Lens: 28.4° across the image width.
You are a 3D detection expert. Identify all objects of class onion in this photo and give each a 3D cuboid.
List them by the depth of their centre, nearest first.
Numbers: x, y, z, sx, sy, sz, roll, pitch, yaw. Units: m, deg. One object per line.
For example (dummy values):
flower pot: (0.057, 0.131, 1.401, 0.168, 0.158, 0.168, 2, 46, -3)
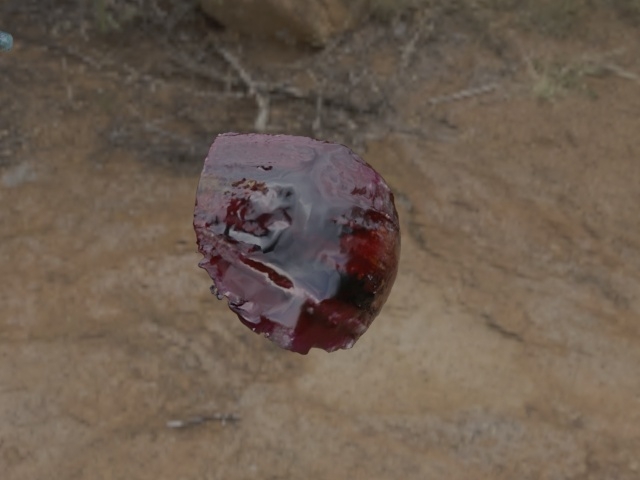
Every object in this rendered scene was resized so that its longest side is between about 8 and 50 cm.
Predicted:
onion: (0.000, 0.000, 1.590, 0.314, 0.146, 0.280, 27, 48, -30)

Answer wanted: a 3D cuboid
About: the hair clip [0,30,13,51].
hair clip: (-0.437, -0.275, 1.028, 0.318, 0.238, 0.392, 16, 18, 17)
